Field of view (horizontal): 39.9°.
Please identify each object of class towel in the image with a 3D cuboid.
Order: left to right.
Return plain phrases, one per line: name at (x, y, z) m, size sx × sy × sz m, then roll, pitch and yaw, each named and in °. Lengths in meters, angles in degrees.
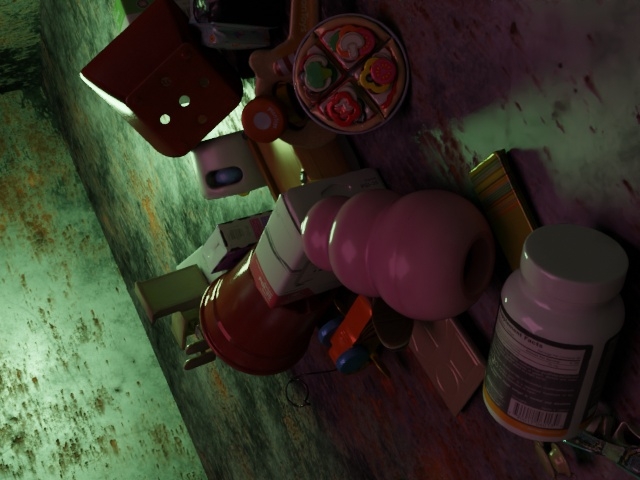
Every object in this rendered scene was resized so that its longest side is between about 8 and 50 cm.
towel at (0.294, -0.014, 1.319) m, size 0.237 × 0.021 × 0.102 m, roll 67°, pitch 160°, yaw 9°

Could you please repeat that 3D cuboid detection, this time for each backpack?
backpack at (-0.186, -0.468, 1.824) m, size 0.188 × 0.166 × 0.144 m, roll 36°, pitch 127°, yaw 55°

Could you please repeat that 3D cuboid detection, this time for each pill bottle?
pill bottle at (0.317, 0.126, 1.194) m, size 0.162 × 0.162 × 0.278 m, roll 46°, pitch 143°, yaw 44°

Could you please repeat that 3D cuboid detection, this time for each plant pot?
plant pot at (-0.321, -0.333, 1.914) m, size 0.267 × 0.267 × 0.236 m, roll 46°, pitch -179°, yaw -31°
plant pot at (-0.097, 0.122, 1.929) m, size 0.272 × 0.272 × 0.265 m, roll 64°, pitch 146°, yaw 18°

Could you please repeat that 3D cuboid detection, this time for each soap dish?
soap dish at (-0.048, -0.185, 1.781) m, size 0.290 × 0.118 × 0.229 m, roll 65°, pitch 154°, yaw 19°

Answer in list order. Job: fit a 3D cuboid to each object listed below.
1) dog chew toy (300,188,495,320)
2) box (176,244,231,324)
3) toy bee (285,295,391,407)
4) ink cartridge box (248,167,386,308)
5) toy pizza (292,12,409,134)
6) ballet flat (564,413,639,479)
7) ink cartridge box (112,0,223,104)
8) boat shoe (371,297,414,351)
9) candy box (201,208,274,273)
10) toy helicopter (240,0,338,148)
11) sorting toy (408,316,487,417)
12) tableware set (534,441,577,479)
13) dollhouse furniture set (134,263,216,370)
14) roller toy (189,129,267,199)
dog chew toy at (0.108, 0.008, 1.417) m, size 0.332 × 0.207 × 0.206 m, roll 13°, pitch 120°, yaw 37°
box at (-0.221, 0.111, 2.255) m, size 0.345 × 0.168 × 0.215 m, roll -29°, pitch 79°, yaw 63°
toy bee at (0.066, 0.209, 1.802) m, size 0.298 × 0.162 × 0.195 m, roll -31°, pitch 67°, yaw 39°
ink cartridge box at (0.000, 0.000, 1.694) m, size 0.117 × 0.207 × 0.283 m, roll 64°, pitch 153°, yaw 19°
toy pizza at (0.048, -0.277, 1.477) m, size 0.032 × 0.201 × 0.201 m, roll -43°, pitch -58°, yaw -70°
ballet flat at (0.411, 0.278, 1.234) m, size 0.188 × 0.070 × 0.070 m, roll 17°, pitch 121°, yaw 58°
ink cartridge box at (-0.360, -0.470, 2.132) m, size 0.115 × 0.198 × 0.272 m, roll -33°, pitch 75°, yaw 65°
boat shoe at (0.132, 0.121, 1.626) m, size 0.223 × 0.080 × 0.073 m, roll -100°, pitch -7°, yaw -46°
candy box at (-0.156, -0.003, 2.018) m, size 0.070 × 0.196 × 0.165 m, roll 68°, pitch 154°, yaw 12°
toy helicopter at (-0.010, -0.336, 1.551) m, size 0.140 × 0.235 × 0.355 m, roll -58°, pitch -28°, yaw -66°
sorting toy at (0.224, 0.192, 1.574) m, size 0.193 × 0.038 × 0.208 m, roll 58°, pitch 156°, yaw 28°
tableware set at (0.343, 0.301, 1.366) m, size 0.141 × 0.020 × 0.168 m, roll 111°, pitch 135°, yaw -85°
dollhouse furniture set at (-0.374, 0.191, 2.227) m, size 0.212 × 0.161 × 0.242 m, roll 55°, pitch 150°, yaw 30°
roller toy at (-0.191, -0.170, 1.990) m, size 0.209 × 0.191 × 0.146 m, roll 3°, pitch 109°, yaw 63°
